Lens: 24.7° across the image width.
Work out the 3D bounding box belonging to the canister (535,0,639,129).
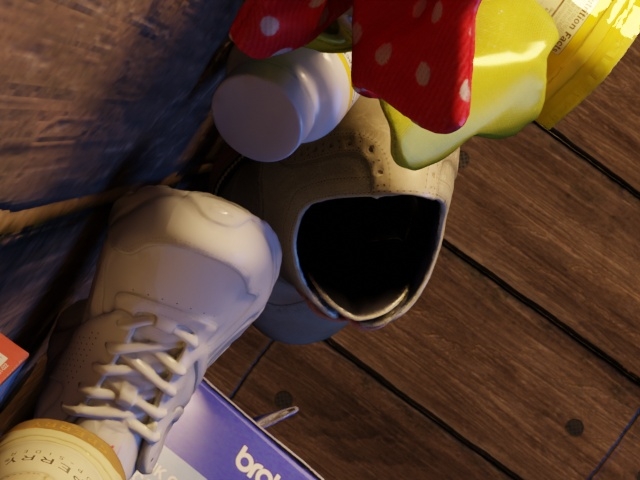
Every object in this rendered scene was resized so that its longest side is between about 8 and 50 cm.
[{"bbox_3d":[0.102,-0.155,0.884,0.073,0.170,0.126,-54,-179,-17],"label":"canister"}]

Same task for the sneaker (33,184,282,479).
[{"bbox_3d":[-0.087,0.063,0.716,0.232,0.090,0.115,125,-17,-52],"label":"sneaker"}]

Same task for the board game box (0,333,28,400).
[{"bbox_3d":[-0.209,0.161,0.550,0.281,0.027,0.145,-54,179,31],"label":"board game box"}]

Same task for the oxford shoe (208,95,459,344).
[{"bbox_3d":[0.000,0.000,0.949,0.397,0.140,0.147,104,-15,-63],"label":"oxford shoe"}]

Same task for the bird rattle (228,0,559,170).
[{"bbox_3d":[0.036,-0.140,0.571,0.253,0.143,0.207,53,61,-77],"label":"bird rattle"}]

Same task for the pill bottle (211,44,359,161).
[{"bbox_3d":[-0.008,-0.088,0.727,0.065,0.065,0.116,-54,180,41],"label":"pill bottle"}]

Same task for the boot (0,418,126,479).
[{"bbox_3d":[-0.159,0.224,0.602,0.203,0.095,0.262,-73,-177,-77],"label":"boot"}]

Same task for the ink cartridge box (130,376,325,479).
[{"bbox_3d":[-0.163,0.239,0.925,0.270,0.151,0.395,-24,-152,56],"label":"ink cartridge box"}]

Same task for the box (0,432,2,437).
[{"bbox_3d":[-0.225,0.188,0.776,0.145,0.038,0.186,-56,180,-35],"label":"box"}]
